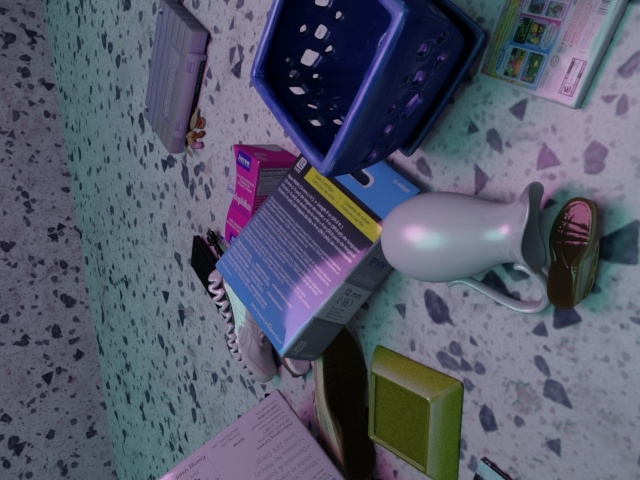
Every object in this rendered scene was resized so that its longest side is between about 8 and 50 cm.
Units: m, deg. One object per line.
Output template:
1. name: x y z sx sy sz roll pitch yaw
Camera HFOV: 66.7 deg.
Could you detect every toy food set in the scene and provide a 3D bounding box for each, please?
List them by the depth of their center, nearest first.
1. toy food set: -0.335 -0.289 1.323 0.078 0.019 0.122 51 125 32

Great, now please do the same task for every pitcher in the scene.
1. pitcher: 0.196 0.018 0.656 0.207 0.125 0.178 -4 110 40

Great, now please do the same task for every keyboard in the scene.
1. keyboard: -0.269 0.093 1.309 0.317 0.033 0.202 48 136 33

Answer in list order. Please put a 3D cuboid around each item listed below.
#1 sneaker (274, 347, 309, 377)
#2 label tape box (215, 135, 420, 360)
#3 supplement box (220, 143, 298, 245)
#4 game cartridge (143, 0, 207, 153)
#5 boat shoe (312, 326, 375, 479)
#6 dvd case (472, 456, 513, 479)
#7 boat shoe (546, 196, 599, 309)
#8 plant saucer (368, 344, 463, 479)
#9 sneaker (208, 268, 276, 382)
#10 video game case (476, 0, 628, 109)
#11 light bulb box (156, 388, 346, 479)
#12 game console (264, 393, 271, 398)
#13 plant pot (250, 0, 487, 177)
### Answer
1. sneaker: -0.084 0.239 1.088 0.158 0.061 0.065 60 143 25
2. label tape box: 0.000 0.000 0.864 0.348 0.115 0.249 -50 54 8
3. supplement box: -0.128 -0.083 1.032 0.111 0.113 0.220 36 122 43
4. game cartridge: -0.406 -0.447 1.347 0.230 0.068 0.355 48 131 29
5. boat shoe: 0.026 0.307 0.928 0.098 0.109 0.303 -3 101 50
6. dvd case: 0.273 0.389 0.708 0.119 0.013 0.087 31 121 43
7. boat shoe: 0.300 0.014 0.571 0.050 0.045 0.136 32 126 52
8. plant saucer: 0.144 0.298 0.824 0.188 0.045 0.189 14 108 49
9. sneaker: -0.160 0.191 1.139 0.118 0.110 0.292 -21 91 17
10. video game case: 0.271 -0.254 0.574 0.143 0.019 0.157 39 127 40
11. light bulb box: -0.110 0.543 0.872 0.361 0.357 0.225 47 156 25
12. game console: -0.118 0.436 1.162 0.071 0.107 0.122 -17 84 23
13. plant pot: 0.068 -0.251 0.673 0.236 0.212 0.236 55 135 28
